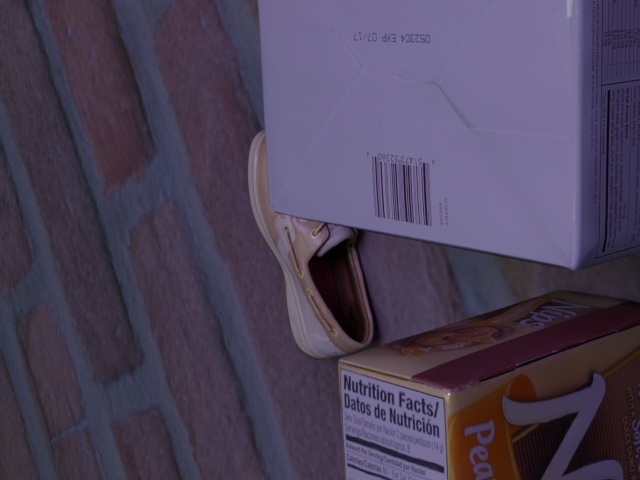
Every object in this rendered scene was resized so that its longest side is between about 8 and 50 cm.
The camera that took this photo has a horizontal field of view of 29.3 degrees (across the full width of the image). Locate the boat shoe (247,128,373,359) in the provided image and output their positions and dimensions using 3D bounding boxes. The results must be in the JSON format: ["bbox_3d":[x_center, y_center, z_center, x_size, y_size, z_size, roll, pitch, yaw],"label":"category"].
[{"bbox_3d":[0.000,0.000,0.855,0.059,0.063,0.170,-7,103,48],"label":"boat shoe"}]

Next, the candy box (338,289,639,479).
[{"bbox_3d":[0.110,0.201,0.676,0.088,0.183,0.316,8,106,48],"label":"candy box"}]

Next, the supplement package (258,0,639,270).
[{"bbox_3d":[0.109,-0.087,0.586,0.194,0.203,0.149,13,110,48],"label":"supplement package"}]
